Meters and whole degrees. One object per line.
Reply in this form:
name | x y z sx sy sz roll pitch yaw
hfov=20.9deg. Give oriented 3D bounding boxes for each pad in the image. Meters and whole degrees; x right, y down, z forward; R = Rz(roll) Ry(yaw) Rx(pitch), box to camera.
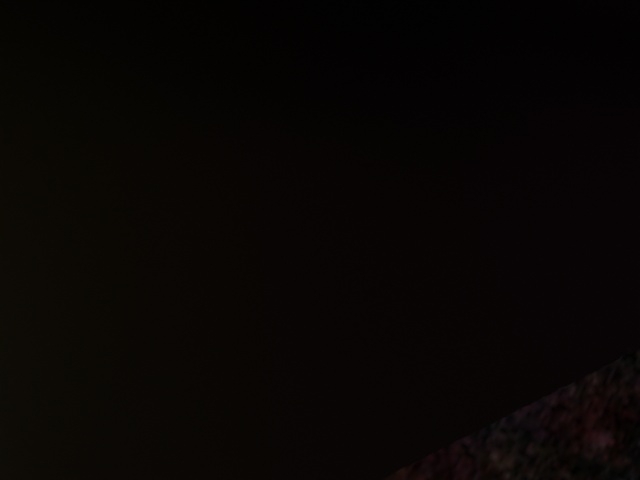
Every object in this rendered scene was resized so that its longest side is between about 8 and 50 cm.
pad | 0.016 -0.044 0.429 0.007 0.367 0.247 26 127 42
